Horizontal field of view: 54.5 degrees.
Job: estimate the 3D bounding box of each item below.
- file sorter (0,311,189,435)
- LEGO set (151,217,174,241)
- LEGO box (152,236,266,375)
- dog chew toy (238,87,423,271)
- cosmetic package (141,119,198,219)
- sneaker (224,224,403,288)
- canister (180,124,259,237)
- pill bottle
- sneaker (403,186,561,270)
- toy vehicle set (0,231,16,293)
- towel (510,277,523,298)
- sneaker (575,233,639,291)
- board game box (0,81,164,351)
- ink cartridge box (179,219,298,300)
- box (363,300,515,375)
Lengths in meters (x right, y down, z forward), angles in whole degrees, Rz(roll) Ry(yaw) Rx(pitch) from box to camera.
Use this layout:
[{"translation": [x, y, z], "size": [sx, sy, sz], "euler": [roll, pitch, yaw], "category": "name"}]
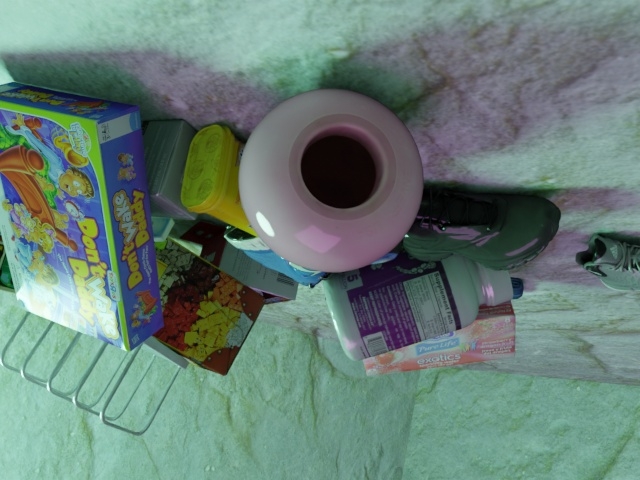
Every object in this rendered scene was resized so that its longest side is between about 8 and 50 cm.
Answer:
[{"translation": [-0.447, 0.237, 1.221], "size": [0.278, 0.173, 0.192], "euler": [20, 159, 21], "category": "file sorter"}, {"translation": [-0.351, -0.075, 1.060], "size": [0.245, 0.182, 0.060], "euler": [1, 133, 14], "category": "LEGO set"}, {"translation": [-0.408, 0.127, 1.451], "size": [0.373, 0.193, 0.500], "euler": [34, 161, -21], "category": "LEGO box"}, {"translation": [0.001, -0.060, 0.778], "size": [0.207, 0.206, 0.332], "euler": [14, 173, -6], "category": "dog chew toy"}, {"translation": [-0.293, -0.110, 0.959], "size": [0.238, 0.127, 0.107], "euler": [4, 162, 25], "category": "cosmetic package"}, {"translation": [0.000, 0.000, 1.027], "size": [0.330, 0.129, 0.147], "euler": [4, 147, 41], "category": "sneaker"}, {"translation": [-0.113, -0.078, 0.921], "size": [0.073, 0.126, 0.170], "euler": [-9, 156, 38], "category": "canister"}, {"translation": [0.170, 0.090, 1.089], "size": [0.302, 0.169, 0.169], "euler": [-19, 161, 5], "category": "pill bottle"}, {"translation": [0.205, -0.026, 0.918], "size": [0.286, 0.108, 0.130], "euler": [-5, 151, 45], "category": "sneaker"}, {"translation": [-0.602, -0.022, 1.277], "size": [0.166, 0.266, 0.035], "euler": [21, 164, -33], "category": "toy vehicle set"}, {"translation": [0.422, 0.110, 1.400], "size": [0.067, 0.029, 0.119], "euler": [7, 165, 18], "category": "towel"}, {"translation": [0.485, 0.033, 0.940], "size": [0.132, 0.086, 0.229], "euler": [21, 165, -22], "category": "sneaker"}, {"translation": [-0.355, -0.033, 0.890], "size": [0.234, 0.346, 0.078], "euler": [14, -150, 23], "category": "board game box"}, {"translation": [-0.223, 0.067, 1.584], "size": [0.272, 0.129, 0.309], "euler": [19, 165, -18], "category": "ink cartridge box"}, {"translation": [0.223, 0.156, 1.244], "size": [0.300, 0.154, 0.142], "euler": [-9, 135, 8], "category": "box"}]
